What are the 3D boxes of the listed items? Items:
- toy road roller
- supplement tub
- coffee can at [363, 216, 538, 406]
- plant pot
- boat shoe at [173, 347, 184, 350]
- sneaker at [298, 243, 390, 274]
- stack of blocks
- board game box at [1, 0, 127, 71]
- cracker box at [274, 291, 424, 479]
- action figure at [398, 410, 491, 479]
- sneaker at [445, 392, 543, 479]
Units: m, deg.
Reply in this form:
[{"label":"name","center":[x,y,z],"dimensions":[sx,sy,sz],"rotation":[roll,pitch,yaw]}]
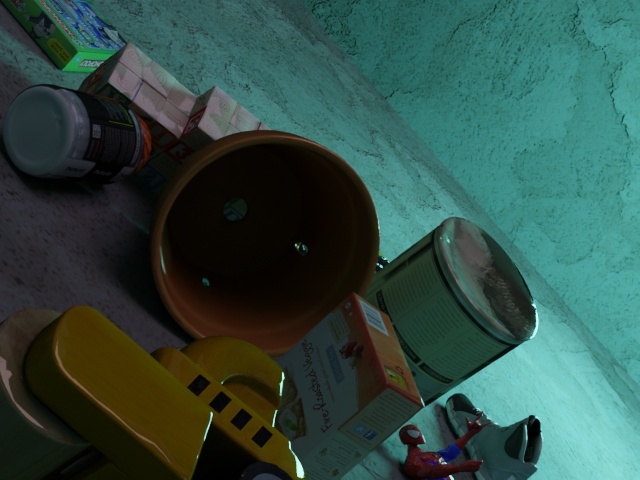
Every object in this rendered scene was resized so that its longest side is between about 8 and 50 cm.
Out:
[{"label":"toy road roller","center":[-0.157,0.163,1.004],"dimensions":[0.329,0.202,0.240],"rotation":[43,31,-21]},{"label":"supplement tub","center":[-0.306,-0.132,1.529],"dimensions":[0.117,0.117,0.190],"rotation":[52,18,17]},{"label":"coffee can","center":[0.136,0.124,1.679],"dimensions":[0.201,0.275,0.201],"rotation":[35,33,-27]},{"label":"plant pot","center":[-0.093,-0.017,1.559],"dimensions":[0.291,0.291,0.203],"rotation":[39,2,-25]},{"label":"boat shoe","center":[-0.115,0.199,1.207],"dimensions":[0.073,0.080,0.223],"rotation":[-101,175,-47]},{"label":"sneaker","center":[0.000,0.000,1.831],"dimensions":[0.121,0.111,0.300],"rotation":[40,-6,36]},{"label":"stack of blocks","center":[-0.194,-0.144,1.697],"dimensions":[0.297,0.171,0.087],"rotation":[39,48,-23]},{"label":"board game box","center":[-0.448,-0.398,1.906],"dimensions":[0.317,0.046,0.213],"rotation":[49,18,7]},{"label":"cracker box","center":[-0.007,0.190,1.322],"dimensions":[0.067,0.232,0.155],"rotation":[34,21,-33]},{"label":"action figure","center":[0.222,0.354,1.680],"dimensions":[0.280,0.139,0.091],"rotation":[51,16,21]},{"label":"sneaker","center":[0.297,0.311,1.945],"dimensions":[0.086,0.132,0.228],"rotation":[33,22,-37]}]
